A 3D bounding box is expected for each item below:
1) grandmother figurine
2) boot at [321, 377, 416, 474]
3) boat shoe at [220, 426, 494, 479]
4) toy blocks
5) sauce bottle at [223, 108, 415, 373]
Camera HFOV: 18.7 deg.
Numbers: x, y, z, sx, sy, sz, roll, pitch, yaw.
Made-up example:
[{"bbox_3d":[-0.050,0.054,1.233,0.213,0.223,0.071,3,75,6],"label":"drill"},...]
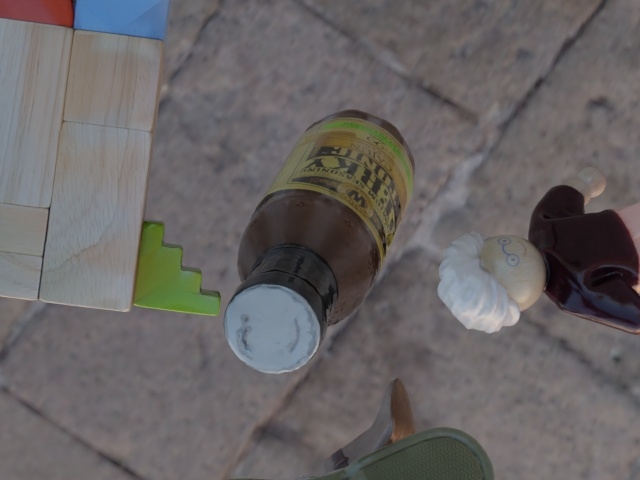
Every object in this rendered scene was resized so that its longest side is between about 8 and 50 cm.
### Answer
[{"bbox_3d":[0.263,0.006,1.712,0.342,0.208,0.104,-13,126,-14],"label":"grandmother figurine"},{"bbox_3d":[0.041,0.186,1.730,0.087,0.118,0.042,-26,132,23],"label":"boot"},{"bbox_3d":[-0.014,0.234,1.470,0.302,0.113,0.103,-13,151,-12],"label":"boat shoe"},{"bbox_3d":[-0.226,-0.110,1.043,0.381,0.191,0.261,8,92,-4],"label":"toy blocks"},{"bbox_3d":[0.000,0.000,1.480,0.111,0.344,0.111,4,113,9],"label":"sauce bottle"}]
